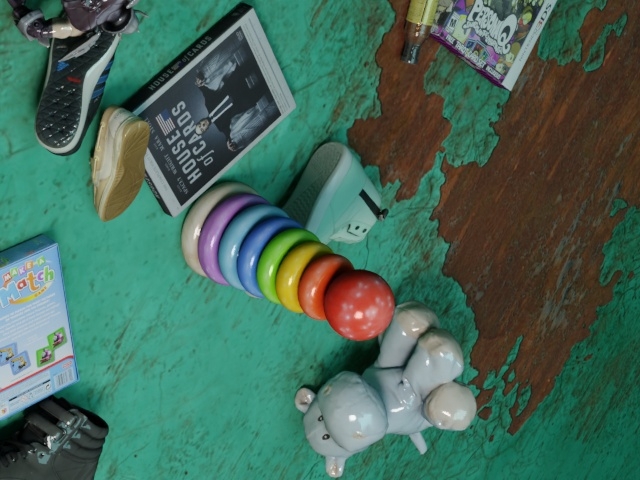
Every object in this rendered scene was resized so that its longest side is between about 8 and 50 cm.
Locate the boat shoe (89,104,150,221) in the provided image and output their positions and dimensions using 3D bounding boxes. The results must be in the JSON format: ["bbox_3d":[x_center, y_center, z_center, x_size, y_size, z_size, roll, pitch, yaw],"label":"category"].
[{"bbox_3d":[-0.254,-0.097,1.653,0.063,0.059,0.170,-28,151,-42],"label":"boat shoe"}]

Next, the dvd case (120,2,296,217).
[{"bbox_3d":[-0.147,-0.168,1.747,0.239,0.029,0.179,-45,137,-19],"label":"dvd case"}]

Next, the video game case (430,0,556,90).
[{"bbox_3d":[0.273,-0.367,2.061,0.232,0.042,0.210,27,90,-50],"label":"video game case"}]

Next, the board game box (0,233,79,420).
[{"bbox_3d":[-0.385,0.116,1.653,0.160,0.039,0.211,-26,130,-35],"label":"board game box"}]

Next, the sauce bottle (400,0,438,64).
[{"bbox_3d":[0.144,-0.322,1.953,0.042,0.042,0.128,-2,115,-46],"label":"sauce bottle"}]

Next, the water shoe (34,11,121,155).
[{"bbox_3d":[-0.283,-0.198,1.570,0.080,0.073,0.203,104,7,-83],"label":"water shoe"}]

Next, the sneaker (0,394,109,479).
[{"bbox_3d":[-0.387,0.263,1.695,0.296,0.104,0.147,13,100,-55],"label":"sneaker"}]

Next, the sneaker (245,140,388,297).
[{"bbox_3d":[0.001,0.000,1.941,0.256,0.094,0.151,-56,134,-10],"label":"sneaker"}]

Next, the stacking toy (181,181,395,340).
[{"bbox_3d":[-0.034,0.041,1.751,0.141,0.330,0.141,-25,129,-35],"label":"stacking toy"}]

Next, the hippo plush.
[{"bbox_3d":[0.077,0.233,2.123,0.236,0.234,0.294,-14,166,-21],"label":"hippo plush"}]

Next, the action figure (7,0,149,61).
[{"bbox_3d":[-0.290,-0.307,1.444,0.185,0.099,0.285,-47,131,7],"label":"action figure"}]
